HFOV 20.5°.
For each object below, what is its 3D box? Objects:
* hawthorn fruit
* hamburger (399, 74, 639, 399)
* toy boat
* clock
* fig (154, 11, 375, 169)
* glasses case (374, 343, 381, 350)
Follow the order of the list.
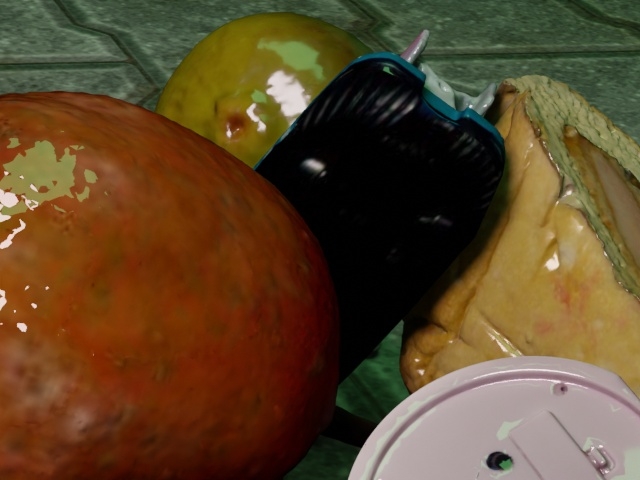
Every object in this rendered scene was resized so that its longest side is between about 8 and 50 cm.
[{"bbox_3d":[-0.114,0.071,1.022,0.369,0.284,0.284,21,18,-24],"label":"hawthorn fruit"},{"bbox_3d":[0.168,0.074,1.150,0.162,0.209,0.330,-12,65,-53],"label":"hamburger"},{"bbox_3d":[0.000,0.000,1.155,0.134,0.299,0.092,38,32,-8],"label":"toy boat"},{"bbox_3d":[0.114,0.161,0.981,0.197,0.068,0.196,-8,47,9],"label":"clock"},{"bbox_3d":[-0.019,-0.074,1.439,0.207,0.207,0.230,29,-2,40],"label":"fig"},{"bbox_3d":[0.031,0.061,1.341,0.032,0.021,0.083,5,24,0],"label":"glasses case"}]
